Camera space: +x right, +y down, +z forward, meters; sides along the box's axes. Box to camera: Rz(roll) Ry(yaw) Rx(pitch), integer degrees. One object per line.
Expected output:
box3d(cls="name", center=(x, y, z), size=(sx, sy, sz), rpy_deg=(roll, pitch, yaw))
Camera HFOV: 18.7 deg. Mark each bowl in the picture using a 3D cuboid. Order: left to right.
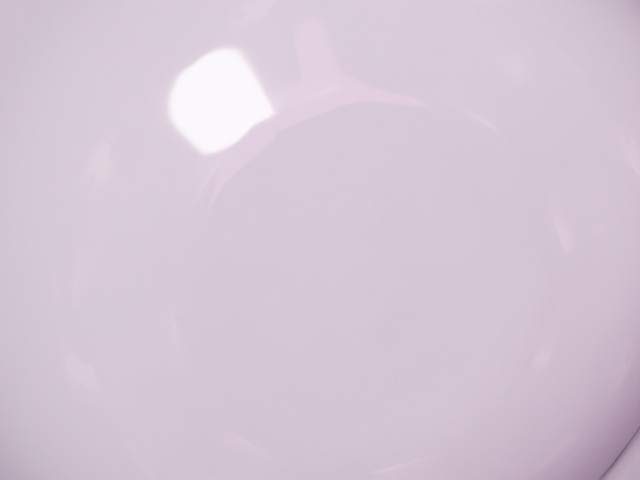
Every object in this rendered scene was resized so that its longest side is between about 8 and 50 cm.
box3d(cls="bowl", center=(0.000, 0.000, 0.611), size=(0.297, 0.134, 0.298), rpy_deg=(-5, 72, 16))
